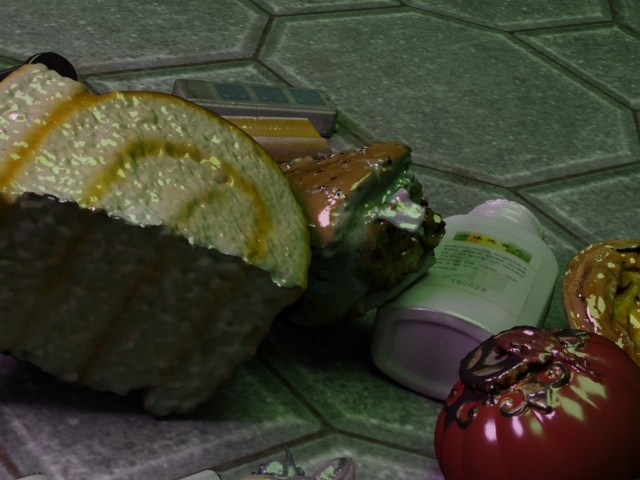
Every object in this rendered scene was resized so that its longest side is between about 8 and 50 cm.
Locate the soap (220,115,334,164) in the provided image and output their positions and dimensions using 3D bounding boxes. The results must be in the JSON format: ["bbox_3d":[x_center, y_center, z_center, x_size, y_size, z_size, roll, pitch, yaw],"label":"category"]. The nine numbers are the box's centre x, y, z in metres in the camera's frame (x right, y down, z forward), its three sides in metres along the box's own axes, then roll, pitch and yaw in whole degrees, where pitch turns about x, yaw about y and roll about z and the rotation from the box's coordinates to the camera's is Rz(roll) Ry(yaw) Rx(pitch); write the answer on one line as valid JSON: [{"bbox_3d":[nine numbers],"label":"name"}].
[{"bbox_3d":[-0.082,-0.085,1.673,0.232,0.140,0.073,-1,37,-25],"label":"soap"}]

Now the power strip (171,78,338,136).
[{"bbox_3d":[-0.095,-0.195,1.935,0.272,0.052,0.078,1,32,-23],"label":"power strip"}]

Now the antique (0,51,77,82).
[{"bbox_3d":[-0.367,-0.115,1.512,0.255,0.185,0.322,1,-9,45],"label":"antique"}]

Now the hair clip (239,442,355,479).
[{"bbox_3d":[-0.028,0.263,1.207,0.146,0.056,0.187,-2,37,-15],"label":"hair clip"}]

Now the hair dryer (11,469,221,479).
[{"bbox_3d":[-0.168,0.256,1.163,0.131,0.073,0.236,39,29,32],"label":"hair dryer"}]

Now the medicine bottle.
[{"bbox_3d":[0.184,0.061,1.569,0.179,0.124,0.324,15,31,14],"label":"medicine bottle"}]

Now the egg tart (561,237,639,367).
[{"bbox_3d":[0.411,0.126,1.573,0.297,0.132,0.297,15,43,-14],"label":"egg tart"}]

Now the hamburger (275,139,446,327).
[{"bbox_3d":[0.000,0.000,1.455,0.288,0.168,0.192,-6,24,45],"label":"hamburger"}]

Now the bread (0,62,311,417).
[{"bbox_3d":[-0.229,-0.027,1.291,0.395,0.239,0.264,22,40,-27],"label":"bread"}]

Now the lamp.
[{"bbox_3d":[0.218,0.180,1.293,0.227,0.227,0.227,11,30,-7],"label":"lamp"}]
